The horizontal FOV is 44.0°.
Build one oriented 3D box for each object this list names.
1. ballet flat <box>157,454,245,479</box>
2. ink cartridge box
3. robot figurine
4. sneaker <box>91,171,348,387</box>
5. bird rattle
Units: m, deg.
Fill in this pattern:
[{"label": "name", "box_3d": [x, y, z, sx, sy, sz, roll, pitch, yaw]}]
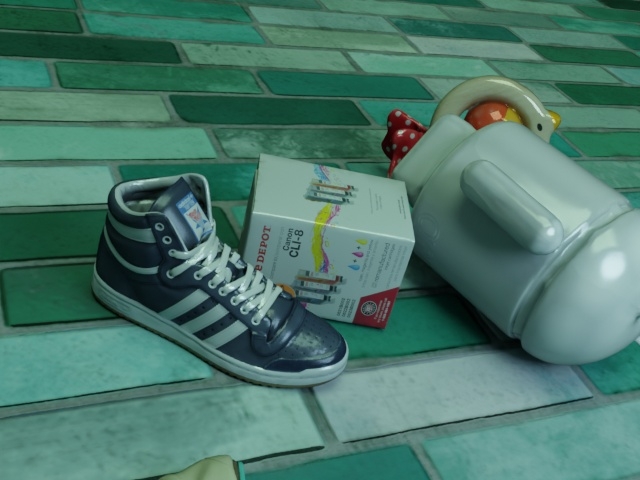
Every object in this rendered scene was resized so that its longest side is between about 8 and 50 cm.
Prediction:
[{"label": "ballet flat", "box_3d": [-0.078, 0.250, 0.546, 0.086, 0.086, 0.248, 3, 27, -18]}, {"label": "ink cartridge box", "box_3d": [0.000, 0.000, 0.886, 0.176, 0.128, 0.127, 10, 35, -6]}, {"label": "robot figurine", "box_3d": [0.243, 0.001, 0.909, 0.353, 0.200, 0.300, 43, 8, 29]}, {"label": "sneaker", "box_3d": [-0.094, 0.034, 0.778, 0.282, 0.153, 0.099, 21, 35, 8]}, {"label": "bird rattle", "box_3d": [0.217, -0.133, 1.113, 0.253, 0.207, 0.143, 33, 19, 9]}]
